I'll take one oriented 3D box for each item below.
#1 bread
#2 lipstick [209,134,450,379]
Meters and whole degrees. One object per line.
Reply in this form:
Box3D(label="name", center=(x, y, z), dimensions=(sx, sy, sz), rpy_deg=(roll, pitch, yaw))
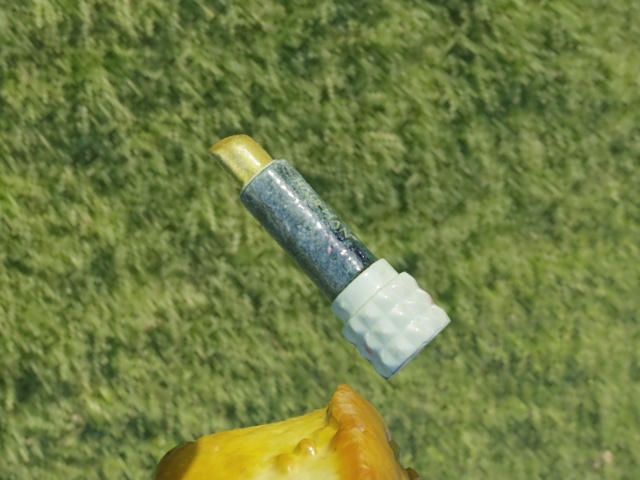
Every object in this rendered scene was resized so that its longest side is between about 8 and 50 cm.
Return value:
Box3D(label="bread", center=(-0.020, 0.284, 0.962), dimensions=(0.204, 0.358, 0.337), rpy_deg=(0, 133, 2))
Box3D(label="lipstick", center=(0.000, 0.000, 0.541), dimensions=(0.037, 0.116, 0.037), rpy_deg=(-41, 173, -6))
